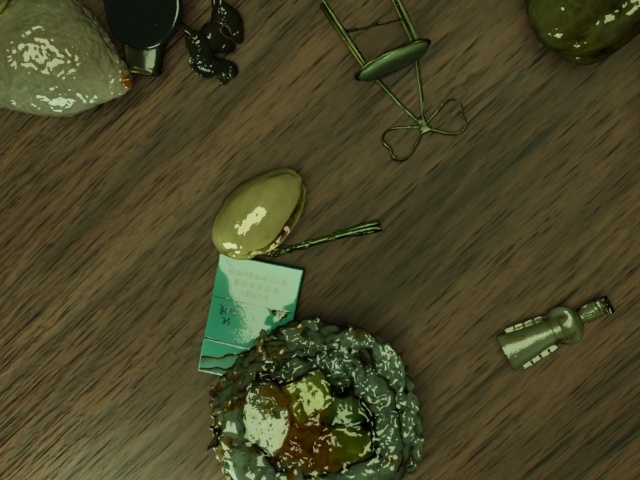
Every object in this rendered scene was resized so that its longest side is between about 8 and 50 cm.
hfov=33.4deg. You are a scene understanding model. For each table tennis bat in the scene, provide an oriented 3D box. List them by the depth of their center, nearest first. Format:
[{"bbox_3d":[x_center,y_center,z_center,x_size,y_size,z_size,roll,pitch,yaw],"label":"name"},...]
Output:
[{"bbox_3d":[-0.347,-0.428,1.884,0.236,0.027,0.150,25,105,17],"label":"table tennis bat"}]

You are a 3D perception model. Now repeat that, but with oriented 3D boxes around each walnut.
[{"bbox_3d":[0.466,-0.442,1.796,0.283,0.227,0.283,-14,69,40],"label":"walnut"}]

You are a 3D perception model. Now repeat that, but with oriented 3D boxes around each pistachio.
[{"bbox_3d":[-0.118,-0.054,1.938,0.145,0.117,0.200,40,90,25],"label":"pistachio"}]

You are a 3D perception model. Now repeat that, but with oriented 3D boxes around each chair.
[{"bbox_3d":[0.127,-0.316,1.875,0.159,0.170,0.326,-26,87,5],"label":"chair"}]

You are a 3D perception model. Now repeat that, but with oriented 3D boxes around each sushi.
[{"bbox_3d":[-0.009,0.328,1.928,0.417,0.176,0.418,-1,100,-4],"label":"sushi"}]

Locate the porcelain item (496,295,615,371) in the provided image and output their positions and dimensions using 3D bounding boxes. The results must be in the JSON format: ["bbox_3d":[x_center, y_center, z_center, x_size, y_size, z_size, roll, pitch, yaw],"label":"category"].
[{"bbox_3d":[0.430,0.159,1.947,0.213,0.054,0.084,-28,96,8],"label":"porcelain item"}]

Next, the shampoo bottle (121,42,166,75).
[{"bbox_3d":[-0.318,-0.474,1.927,0.125,0.084,0.350,2,97,9],"label":"shampoo bottle"}]

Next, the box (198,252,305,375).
[{"bbox_3d":[-0.129,0.148,1.998,0.162,0.041,0.229,12,97,3],"label":"box"}]

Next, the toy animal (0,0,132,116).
[{"bbox_3d":[-0.502,-0.339,1.904,0.358,0.188,0.227,11,103,5],"label":"toy animal"}]

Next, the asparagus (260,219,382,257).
[{"bbox_3d":[0.000,0.000,1.983,0.232,0.022,0.023,-14,139,4],"label":"asparagus"}]

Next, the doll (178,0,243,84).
[{"bbox_3d":[-0.193,-0.368,1.932,0.139,0.057,0.165,-45,118,-16],"label":"doll"}]
